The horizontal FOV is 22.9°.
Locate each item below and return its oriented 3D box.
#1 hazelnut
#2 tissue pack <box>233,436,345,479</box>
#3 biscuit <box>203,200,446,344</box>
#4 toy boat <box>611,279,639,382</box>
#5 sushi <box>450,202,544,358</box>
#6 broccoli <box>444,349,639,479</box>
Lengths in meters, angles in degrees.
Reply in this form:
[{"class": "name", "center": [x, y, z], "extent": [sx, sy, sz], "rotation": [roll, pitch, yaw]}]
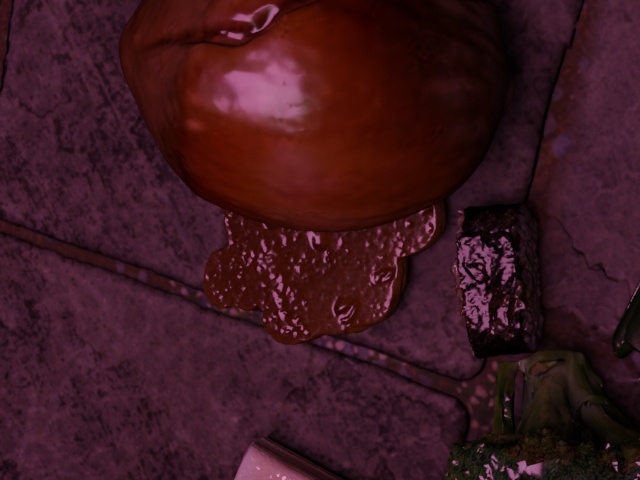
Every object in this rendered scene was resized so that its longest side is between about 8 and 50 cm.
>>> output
[{"class": "hazelnut", "center": [-0.003, -0.169, 1.470], "extent": [0.372, 0.372, 0.315], "rotation": [44, 155, 13]}, {"class": "tissue pack", "center": [0.040, 0.353, 1.665], "extent": [0.325, 0.071, 0.170], "rotation": [25, 106, 19]}, {"class": "biscuit", "center": [0.000, 0.000, 1.645], "extent": [0.290, 0.041, 0.208], "rotation": [-25, 85, 26]}, {"class": "toy boat", "center": [0.350, 0.048, 1.483], "extent": [0.104, 0.052, 0.210], "rotation": [36, 111, 35]}, {"class": "sushi", "center": [0.174, 0.039, 1.544], "extent": [0.078, 0.090, 0.150], "rotation": [-5, 94, 22]}, {"class": "broccoli", "center": [0.230, 0.232, 1.472], "extent": [0.308, 0.308, 0.275], "rotation": [-19, 65, 26]}]
